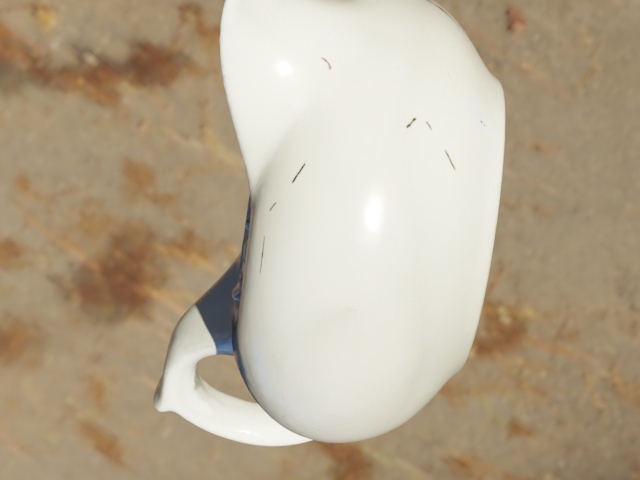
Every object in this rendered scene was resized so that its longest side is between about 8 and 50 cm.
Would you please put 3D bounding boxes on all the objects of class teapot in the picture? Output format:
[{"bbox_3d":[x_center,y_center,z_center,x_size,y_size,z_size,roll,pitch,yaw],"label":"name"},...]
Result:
[{"bbox_3d":[0.000,0.000,0.882,0.165,0.208,0.300,7,132,-17],"label":"teapot"}]
